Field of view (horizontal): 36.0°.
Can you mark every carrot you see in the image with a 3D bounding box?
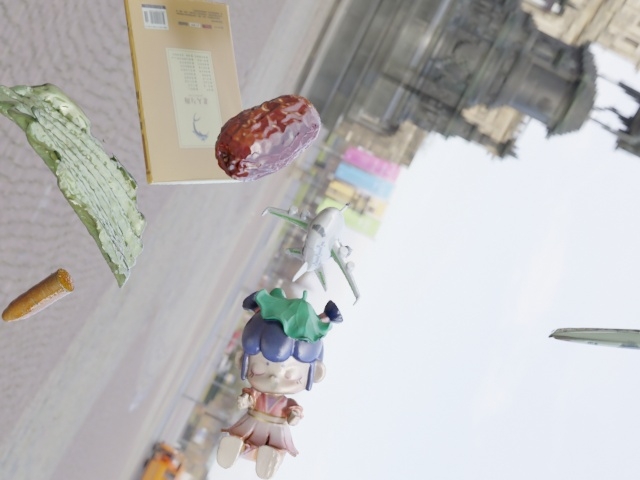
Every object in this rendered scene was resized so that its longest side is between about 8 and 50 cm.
[{"bbox_3d":[-0.480,0.101,1.656,0.139,0.048,0.048,-32,-171,11],"label":"carrot"}]

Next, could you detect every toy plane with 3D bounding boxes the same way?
[{"bbox_3d":[0.003,-0.003,1.833,0.101,0.251,0.255,-41,168,-29],"label":"toy plane"}]

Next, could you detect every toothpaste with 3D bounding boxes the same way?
[{"bbox_3d":[0.534,0.175,1.779,0.062,0.239,0.039,-23,114,-69],"label":"toothpaste"}]

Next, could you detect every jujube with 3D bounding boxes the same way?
[{"bbox_3d":[-0.077,-0.158,1.508,0.176,0.109,0.112,-31,-157,-30],"label":"jujube"}]

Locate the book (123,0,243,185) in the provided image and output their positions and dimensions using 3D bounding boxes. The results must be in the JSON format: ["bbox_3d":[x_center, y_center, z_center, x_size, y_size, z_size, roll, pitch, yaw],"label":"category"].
[{"bbox_3d":[-0.268,-0.308,2.026,0.032,0.269,0.389,-10,-94,45],"label":"book"}]

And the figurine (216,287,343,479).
[{"bbox_3d":[-0.053,0.143,1.034,0.102,0.111,0.195,61,46,-83],"label":"figurine"}]

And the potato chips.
[{"bbox_3d":[-0.409,-0.109,1.629,0.097,0.389,0.373,-33,-172,3],"label":"potato chips"}]
